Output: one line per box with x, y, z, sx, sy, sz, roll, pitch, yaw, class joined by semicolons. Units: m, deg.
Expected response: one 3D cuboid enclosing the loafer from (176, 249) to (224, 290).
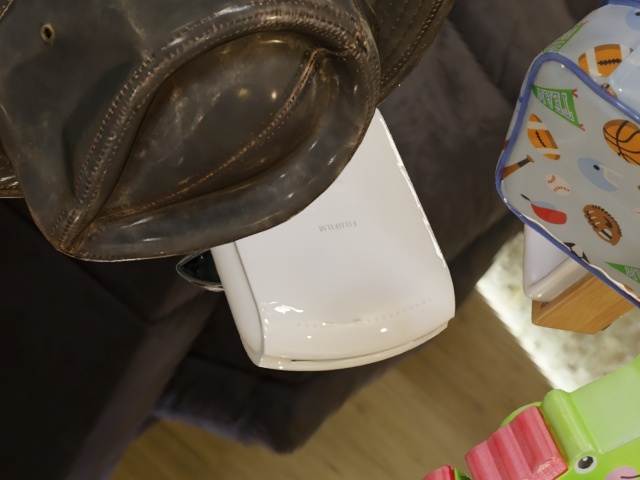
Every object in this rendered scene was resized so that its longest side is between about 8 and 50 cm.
-0.103;0.032;1.668;0.078;0.076;0.223;6;169;-43;loafer

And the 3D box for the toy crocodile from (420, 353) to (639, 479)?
0.096;0.186;0.810;0.340;0.105;0.115;-40;-150;20;toy crocodile

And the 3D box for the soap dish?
0.354;-0.040;1.514;0.229;0.118;0.291;-43;-161;34;soap dish

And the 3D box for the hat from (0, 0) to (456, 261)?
-0.068;-0.071;0.607;0.331;0.134;0.331;-12;149;-8;hat

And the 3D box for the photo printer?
0.000;0.000;1.443;0.256;0.308;0.107;-9;151;-22;photo printer

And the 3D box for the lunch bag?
0.271;-0.032;0.945;0.115;0.303;0.243;-41;160;-22;lunch bag
